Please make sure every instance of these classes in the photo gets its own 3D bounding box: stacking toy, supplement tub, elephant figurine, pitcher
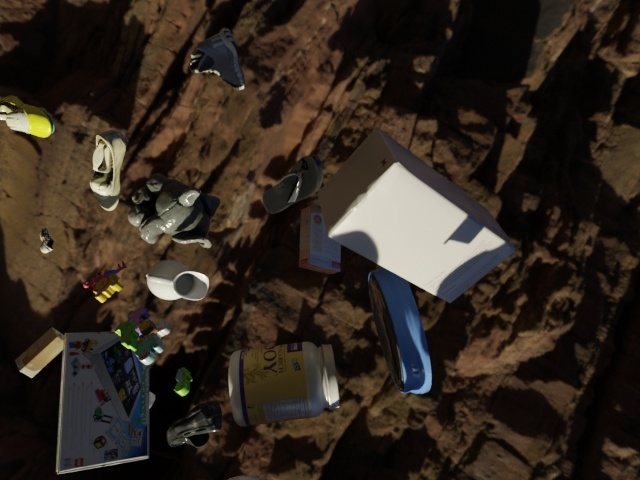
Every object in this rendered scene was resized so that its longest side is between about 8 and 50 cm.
[{"bbox_3d":[-0.317,0.169,0.810,0.052,0.221,0.167,-39,131,-10],"label":"stacking toy"},{"bbox_3d":[-0.116,0.461,1.488,0.241,0.332,0.240,173,-90,-87],"label":"supplement tub"},{"bbox_3d":[-0.316,-0.053,1.092,0.169,0.186,0.239,-52,148,2],"label":"elephant figurine"},{"bbox_3d":[-0.469,0.119,1.396,0.207,0.178,0.125,5,-103,46],"label":"pitcher"}]

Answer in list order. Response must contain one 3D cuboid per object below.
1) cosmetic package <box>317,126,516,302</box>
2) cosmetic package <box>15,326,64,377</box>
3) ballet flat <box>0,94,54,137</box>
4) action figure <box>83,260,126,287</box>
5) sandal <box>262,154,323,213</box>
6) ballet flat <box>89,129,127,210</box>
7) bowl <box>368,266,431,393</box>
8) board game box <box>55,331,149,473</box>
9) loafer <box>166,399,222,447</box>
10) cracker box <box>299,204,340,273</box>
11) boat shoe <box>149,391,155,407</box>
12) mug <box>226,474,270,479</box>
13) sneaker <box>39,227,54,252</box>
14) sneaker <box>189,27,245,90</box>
[{"bbox_3d":[0.197,-0.038,0.937,0.197,0.366,0.155,-45,-148,25],"label":"cosmetic package"},{"bbox_3d":[-0.713,0.286,1.168,0.115,0.060,0.041,-48,134,-19],"label":"cosmetic package"},{"bbox_3d":[-0.765,-0.313,1.158,0.077,0.231,0.077,-24,133,-47],"label":"ballet flat"},{"bbox_3d":[-0.549,0.088,1.154,0.038,0.030,0.115,-16,-162,34],"label":"action figure"},{"bbox_3d":[-0.083,-0.144,1.272,0.054,0.097,0.254,-19,167,-49],"label":"sandal"},{"bbox_3d":[-0.603,-0.187,1.269,0.086,0.086,0.248,-60,170,-65],"label":"ballet flat"},{"bbox_3d":[0.223,0.260,1.353,0.391,0.077,0.390,167,-90,-87],"label":"bowl"},{"bbox_3d":[-0.517,0.376,1.098,0.053,0.193,0.305,-33,-122,50],"label":"board game box"},{"bbox_3d":[-0.303,0.455,1.086,0.076,0.078,0.223,4,143,-44],"label":"loafer"},{"bbox_3d":[0.000,0.000,1.725,0.067,0.156,0.232,-20,-118,45],"label":"cracker box"},{"bbox_3d":[-0.629,0.504,1.410,0.268,0.088,0.096,-17,-146,29],"label":"boat shoe"},{"bbox_3d":[-0.148,0.851,1.308,0.374,0.328,0.276,0,-136,39],"label":"mug"},{"bbox_3d":[-0.850,-0.002,1.425,0.032,0.037,0.083,45,29,-71],"label":"sneaker"},{"bbox_3d":[-0.286,-0.474,1.237,0.132,0.086,0.228,-23,166,-7],"label":"sneaker"}]
